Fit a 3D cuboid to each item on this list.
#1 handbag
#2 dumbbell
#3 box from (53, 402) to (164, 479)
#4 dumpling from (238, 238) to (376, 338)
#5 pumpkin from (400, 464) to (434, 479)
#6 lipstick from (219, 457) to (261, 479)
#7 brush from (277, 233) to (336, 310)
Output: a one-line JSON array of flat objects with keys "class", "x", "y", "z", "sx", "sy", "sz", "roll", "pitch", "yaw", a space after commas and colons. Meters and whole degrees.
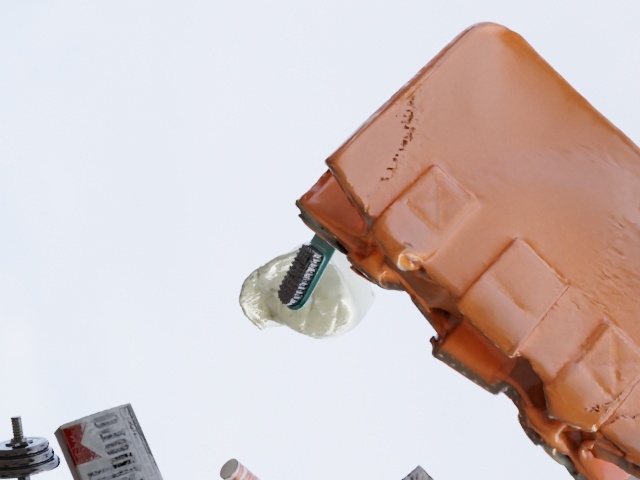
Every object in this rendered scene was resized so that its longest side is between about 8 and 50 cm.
[{"class": "handbag", "x": 0.208, "y": 0.017, "z": 1.547, "sx": 0.410, "sy": 0.303, "sz": 0.116, "roll": 44, "pitch": -36, "yaw": 2}, {"class": "dumbbell", "x": -0.386, "y": 0.333, "z": 2.193, "sx": 0.099, "sy": 0.099, "sz": 0.208, "roll": 4, "pitch": -78, "yaw": 63}, {"class": "box", "x": -0.280, "y": 0.321, "z": 2.296, "sx": 0.177, "sy": 0.115, "sz": 0.036, "roll": 64, "pitch": -32, "yaw": 16}, {"class": "dumpling", "x": -0.025, "y": 0.071, "z": 2.318, "sx": 0.252, "sy": 0.179, "sz": 0.131, "roll": 43, "pitch": 34, "yaw": -68}, {"class": "pumpkin", "x": 0.124, "y": 0.337, "z": 2.115, "sx": 0.101, "sy": 0.073, "sz": 0.035, "roll": 60, "pitch": -21, "yaw": -16}, {"class": "lipstick", "x": -0.102, "y": 0.391, "z": 2.611, "sx": 0.038, "sy": 0.131, "sz": 0.038, "roll": -31, "pitch": -147, "yaw": 22}, {"class": "brush", "x": 0.000, "y": 0.000, "z": 2.070, "sx": 0.043, "sy": 0.032, "sz": 0.193, "roll": 38, "pitch": -75, "yaw": 38}]
